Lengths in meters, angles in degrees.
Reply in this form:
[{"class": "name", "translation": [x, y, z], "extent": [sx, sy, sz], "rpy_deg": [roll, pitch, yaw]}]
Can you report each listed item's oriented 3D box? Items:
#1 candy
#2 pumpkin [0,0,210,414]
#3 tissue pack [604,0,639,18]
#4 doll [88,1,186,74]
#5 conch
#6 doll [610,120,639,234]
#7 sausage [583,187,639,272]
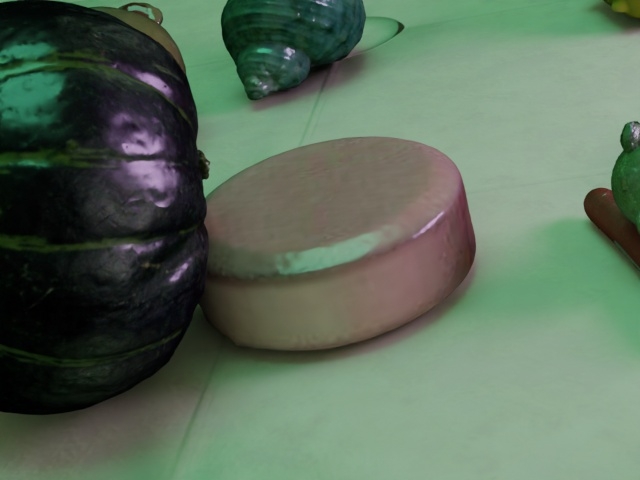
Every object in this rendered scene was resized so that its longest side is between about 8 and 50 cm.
[{"class": "candy", "translation": [0.000, 0.000, 1.156], "extent": [0.255, 0.094, 0.255], "rpy_deg": [-12, 27, 6]}, {"class": "pumpkin", "translation": [-0.219, -0.024, 1.075], "extent": [0.241, 0.323, 0.323], "rpy_deg": [4, 17, -27]}, {"class": "tissue pack", "translation": [0.371, -0.323, 1.566], "extent": [0.127, 0.123, 0.178], "rpy_deg": [-13, 27, -5]}, {"class": "doll", "translation": [-0.309, -0.148, 1.548], "extent": [0.330, 0.174, 0.235], "rpy_deg": [-18, 56, 0]}, {"class": "conch", "translation": [-0.036, -0.251, 1.641], "extent": [0.202, 0.134, 0.196], "rpy_deg": [-37, -8, -27]}, {"class": "doll", "translation": [0.288, -0.038, 1.083], "extent": [0.150, 0.115, 0.077], "rpy_deg": [2, -21, -30]}, {"class": "sausage", "translation": [0.256, 0.011, 1.069], "extent": [0.034, 0.034, 0.253], "rpy_deg": [-16, 26, -2]}]
